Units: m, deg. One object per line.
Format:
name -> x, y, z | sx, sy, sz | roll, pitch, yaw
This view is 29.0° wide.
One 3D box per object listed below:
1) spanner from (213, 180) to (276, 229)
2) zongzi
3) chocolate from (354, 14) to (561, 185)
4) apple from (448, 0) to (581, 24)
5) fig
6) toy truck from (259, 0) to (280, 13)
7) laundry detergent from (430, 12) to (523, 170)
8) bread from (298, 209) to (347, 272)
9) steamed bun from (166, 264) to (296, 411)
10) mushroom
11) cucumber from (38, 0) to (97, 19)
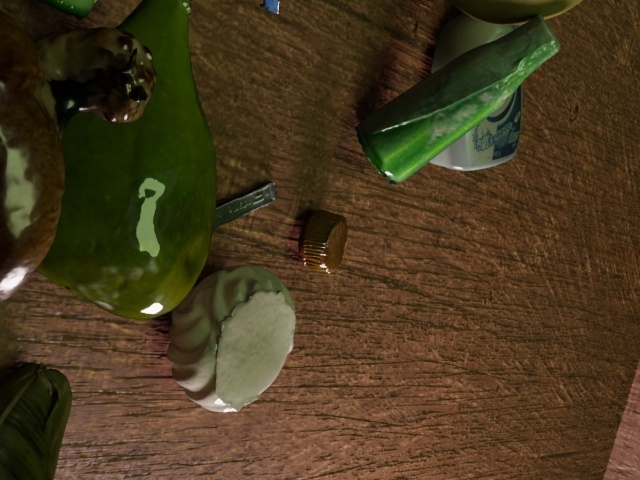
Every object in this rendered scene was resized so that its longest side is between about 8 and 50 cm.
spanner -> -0.148, -0.016, 1.449 | 0.325, 0.026, 0.093 | -26, 127, -51
zongzi -> -0.270, 0.219, 1.211 | 0.205, 0.204, 0.094 | -40, 147, -42
chocolate -> 0.188, -0.195, 1.662 | 0.291, 0.110, 0.110 | -35, 151, 15
apple -> 0.258, -0.415, 1.653 | 0.262, 0.262, 0.262 | -32, 131, -46
fig -> -0.189, -0.083, 1.187 | 0.233, 0.233, 0.314 | 64, 35, -48
toy truck -> -0.073, -0.311, 1.242 | 0.113, 0.208, 0.126 | -54, 143, -25
laundry detergent -> 0.245, -0.256, 1.861 | 0.214, 0.105, 0.281 | -17, 117, -50
bread -> 0.000, 0.000, 1.659 | 0.085, 0.053, 0.085 | 13, 90, -70
steamed bun -> -0.113, 0.110, 1.492 | 0.183, 0.106, 0.183 | -25, 123, -46
mushroom -> -0.287, -0.079, 0.981 | 0.254, 0.267, 0.267 | 17, 91, -51
cucumber -> -0.274, -0.281, 1.083 | 0.244, 0.063, 0.115 | 16, 99, -58
